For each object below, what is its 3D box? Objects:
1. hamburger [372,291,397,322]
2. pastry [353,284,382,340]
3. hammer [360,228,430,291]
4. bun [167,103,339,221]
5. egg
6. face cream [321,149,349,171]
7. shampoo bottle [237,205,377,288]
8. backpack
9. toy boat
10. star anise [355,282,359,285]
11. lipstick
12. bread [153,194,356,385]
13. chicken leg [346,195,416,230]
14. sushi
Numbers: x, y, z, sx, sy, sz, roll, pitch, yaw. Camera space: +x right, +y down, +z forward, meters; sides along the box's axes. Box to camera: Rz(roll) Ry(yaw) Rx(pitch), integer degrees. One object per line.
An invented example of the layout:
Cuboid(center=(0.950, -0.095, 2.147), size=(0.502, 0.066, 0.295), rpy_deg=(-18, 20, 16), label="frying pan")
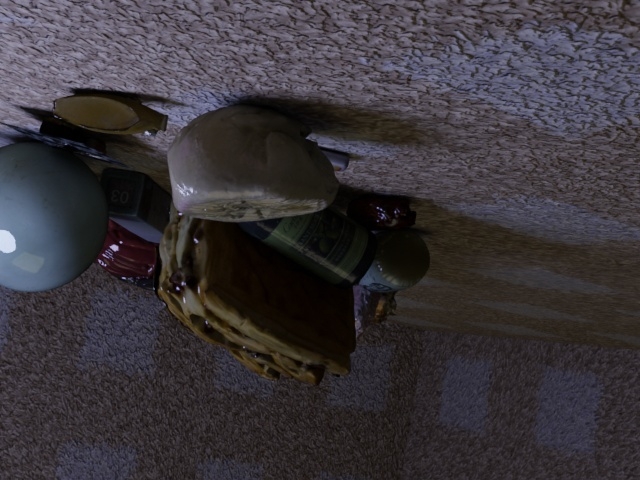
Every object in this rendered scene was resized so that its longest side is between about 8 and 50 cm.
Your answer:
Cuboid(center=(0.096, 0.099, 2.517), size=(0.156, 0.144, 0.283), rpy_deg=(11, 175, 7), label="hamburger")
Cuboid(center=(0.068, 0.079, 2.266), size=(0.102, 0.265, 0.112), rpy_deg=(8, 132, 11), label="pastry")
Cuboid(center=(0.031, 0.010, 2.101), size=(0.305, 0.113, 0.202), rpy_deg=(17, 168, -13), label="hammer")
Cuboid(center=(-0.076, -0.092, 1.358), size=(0.193, 0.128, 0.178), rpy_deg=(-2, 171, 7), label="bun")
Cuboid(center=(-0.449, -0.039, 1.840), size=(0.229, 0.230, 0.371), rpy_deg=(13, -179, -19), label="egg")
Cuboid(center=(-0.006, -0.107, 1.525), size=(0.083, 0.021, 0.040), rpy_deg=(12, 172, -14), label="face cream")
Cuboid(center=(-0.051, -0.033, 1.753), size=(0.283, 0.101, 0.101), rpy_deg=(32, 164, -23), label="shampoo bottle")
Cuboid(center=(-0.385, 0.003, 2.409), size=(0.229, 0.139, 0.229), rpy_deg=(21, -162, -8), label="backpack")
Cuboid(center=(-0.252, -0.152, 1.422), size=(0.149, 0.047, 0.049), rpy_deg=(10, -173, 21), label="toy boat")
Cuboid(center=(0.000, 0.000, 1.968), size=(0.195, 0.065, 0.182), rpy_deg=(48, 139, -4), label="star anise")
Cuboid(center=(-0.316, -0.054, 2.151), size=(0.079, 0.076, 0.371), rpy_deg=(8, 173, 7), label="lipstick")
Cuboid(center=(-0.108, 0.076, 1.821), size=(0.324, 0.278, 0.167), rpy_deg=(29, 127, -25), label="bread")
Cuboid(center=(0.085, -0.038, 1.831), size=(0.089, 0.048, 0.219), rpy_deg=(16, 171, -20), label="chicken leg")
Cuboid(center=(-0.348, -0.146, 1.655), size=(0.139, 0.031, 0.201), rpy_deg=(16, 177, 13), label="sushi")
